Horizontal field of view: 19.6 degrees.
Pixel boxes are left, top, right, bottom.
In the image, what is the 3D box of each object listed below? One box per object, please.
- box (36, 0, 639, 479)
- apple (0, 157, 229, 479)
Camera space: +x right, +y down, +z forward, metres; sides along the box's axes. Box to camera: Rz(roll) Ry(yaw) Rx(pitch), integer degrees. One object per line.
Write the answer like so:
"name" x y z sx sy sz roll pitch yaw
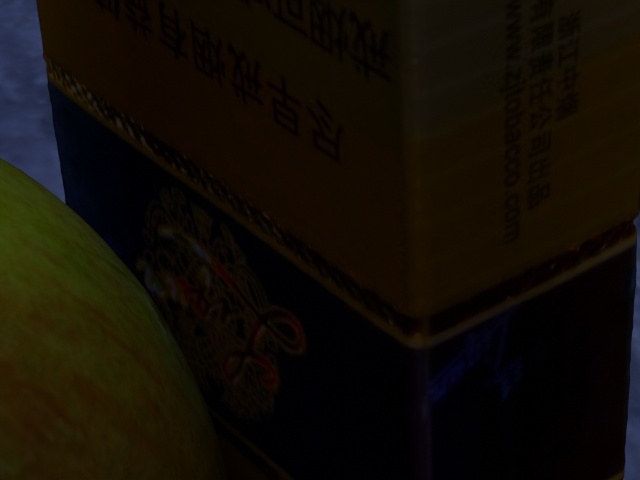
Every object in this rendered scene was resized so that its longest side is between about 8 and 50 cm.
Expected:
"box" -0.001 0.000 0.436 0.070 0.237 0.152 -26 39 -27
"apple" -0.118 0.059 0.406 0.196 0.196 0.196 -1 33 1
